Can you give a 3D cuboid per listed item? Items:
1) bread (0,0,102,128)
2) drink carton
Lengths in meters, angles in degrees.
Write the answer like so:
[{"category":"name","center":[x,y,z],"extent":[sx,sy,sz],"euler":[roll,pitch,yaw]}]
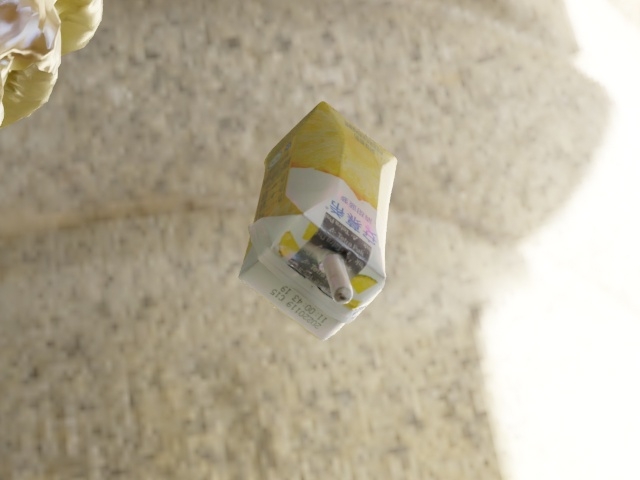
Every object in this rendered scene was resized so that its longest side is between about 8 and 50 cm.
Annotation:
[{"category":"bread","center":[-0.146,-0.109,0.354],"extent":[0.227,0.253,0.142],"euler":[-1,176,-11]},{"category":"drink carton","center":[0.000,0.000,1.134],"extent":[0.084,0.200,0.074],"euler":[40,116,-16]}]
